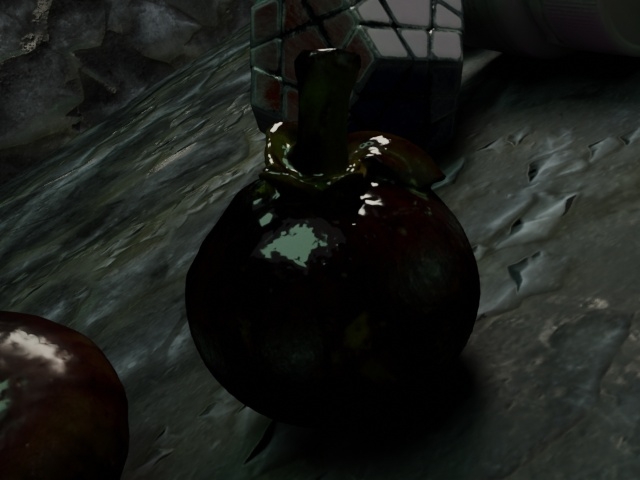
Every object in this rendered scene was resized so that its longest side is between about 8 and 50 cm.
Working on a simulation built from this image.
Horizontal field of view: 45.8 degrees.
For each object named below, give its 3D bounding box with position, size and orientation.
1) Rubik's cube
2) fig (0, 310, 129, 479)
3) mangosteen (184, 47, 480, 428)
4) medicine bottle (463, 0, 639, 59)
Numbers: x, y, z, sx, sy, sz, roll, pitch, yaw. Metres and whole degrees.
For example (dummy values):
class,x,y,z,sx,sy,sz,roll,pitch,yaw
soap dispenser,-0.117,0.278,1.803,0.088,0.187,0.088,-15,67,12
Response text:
class,x,y,z,sx,sy,sz,roll,pitch,yaw
Rubik's cube,0.048,-0.232,0.999,0.319,0.319,0.264,-30,50,-1
fig,-0.285,0.174,0.650,0.235,0.235,0.214,-33,-12,-9
mangosteen,0.000,0.000,0.589,0.231,0.289,0.231,-12,19,4
medicine bottle,0.310,-0.367,0.992,0.256,0.256,0.325,-36,33,-14
